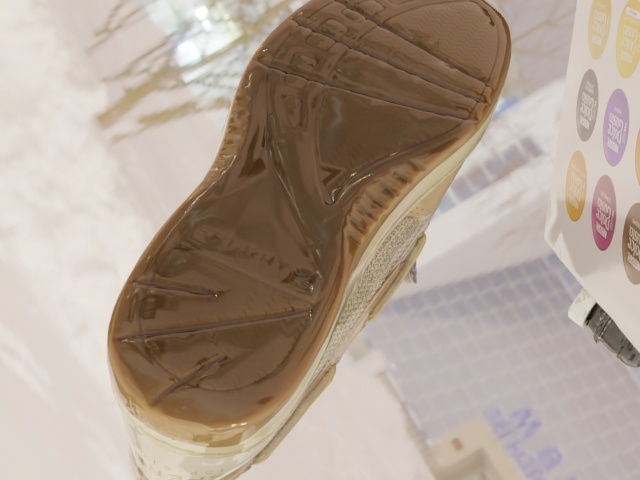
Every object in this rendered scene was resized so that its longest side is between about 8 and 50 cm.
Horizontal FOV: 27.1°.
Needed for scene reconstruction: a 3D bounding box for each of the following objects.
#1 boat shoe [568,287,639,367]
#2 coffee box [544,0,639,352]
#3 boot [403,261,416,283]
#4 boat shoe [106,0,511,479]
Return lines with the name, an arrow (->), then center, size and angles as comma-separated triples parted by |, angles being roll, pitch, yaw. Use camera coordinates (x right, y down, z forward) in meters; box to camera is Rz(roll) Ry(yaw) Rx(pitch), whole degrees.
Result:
boat shoe -> 0.377, -0.006, 1.304 | 0.091, 0.302, 0.114 | 43, 7, 19
coffee box -> 0.364, -0.092, 0.829 | 0.337, 0.338, 0.334 | -108, -158, -71
boot -> 0.000, 0.000, 1.233 | 0.246, 0.161, 0.083 | -131, -144, -82
boat shoe -> -0.002, -0.012, 0.612 | 0.109, 0.302, 0.098 | 25, -37, 9
